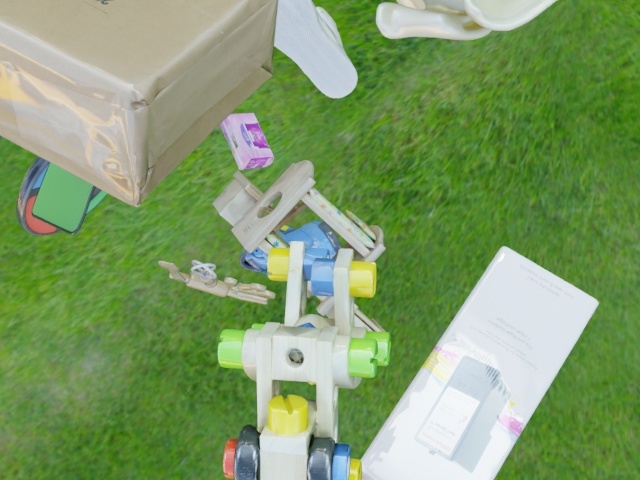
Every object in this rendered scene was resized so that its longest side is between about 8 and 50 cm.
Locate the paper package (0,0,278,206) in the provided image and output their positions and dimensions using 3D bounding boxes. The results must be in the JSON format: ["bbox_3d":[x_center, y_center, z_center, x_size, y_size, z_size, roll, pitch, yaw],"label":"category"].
[{"bbox_3d":[-0.250,-0.238,1.144,0.324,0.309,0.168,27,137,14],"label":"paper package"}]

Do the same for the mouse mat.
[{"bbox_3d":[-0.325,-0.108,1.346,0.152,0.007,0.190,19,86,50],"label":"mouse mat"}]

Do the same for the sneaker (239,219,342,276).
[{"bbox_3d":[-0.040,0.021,1.276,0.082,0.209,0.069,-29,102,-23],"label":"sneaker"}]

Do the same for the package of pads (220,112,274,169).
[{"bbox_3d":[-0.103,-0.140,1.410,0.032,0.050,0.083,-50,58,47],"label":"package of pads"}]

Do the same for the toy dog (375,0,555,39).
[{"bbox_3d":[0.232,-0.449,1.470,0.395,0.408,0.285,-33,96,-12],"label":"toy dog"}]

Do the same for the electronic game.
[{"bbox_3d":[-0.370,-0.100,1.533,0.048,0.229,0.229,39,110,13],"label":"electronic game"}]

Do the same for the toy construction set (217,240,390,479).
[{"bbox_3d":[0.000,0.177,0.815,0.151,0.215,0.328,-12,104,12],"label":"toy construction set"}]

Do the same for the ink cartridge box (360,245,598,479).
[{"bbox_3d":[0.132,0.203,1.041,0.119,0.207,0.353,33,68,12],"label":"ink cartridge box"}]

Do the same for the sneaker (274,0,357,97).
[{"bbox_3d":[-0.047,-0.402,1.824,0.108,0.169,0.292,-32,122,10],"label":"sneaker"}]

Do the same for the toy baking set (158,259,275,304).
[{"bbox_3d":[-0.199,0.071,1.900,0.256,0.196,0.030,18,74,-22],"label":"toy baking set"}]

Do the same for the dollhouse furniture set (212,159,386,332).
[{"bbox_3d":[0.000,0.000,1.039,0.101,0.161,0.182,-47,116,2],"label":"dollhouse furniture set"}]
